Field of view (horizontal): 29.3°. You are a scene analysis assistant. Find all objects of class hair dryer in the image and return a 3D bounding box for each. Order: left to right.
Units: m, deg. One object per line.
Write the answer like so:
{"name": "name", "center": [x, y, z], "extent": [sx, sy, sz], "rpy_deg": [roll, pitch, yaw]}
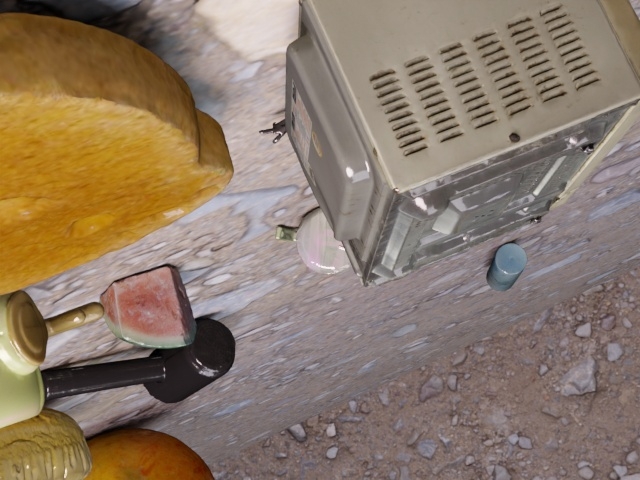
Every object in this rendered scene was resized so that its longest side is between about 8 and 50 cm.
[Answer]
{"name": "hair dryer", "center": [-0.218, 0.140, 1.352], "extent": [0.248, 0.071, 0.114], "rpy_deg": [-2, 158, -39]}

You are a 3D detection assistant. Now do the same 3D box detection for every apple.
{"name": "apple", "center": [-0.293, 0.432, 1.915], "extent": [0.299, 0.299, 0.275], "rpy_deg": [-29, -178, 23]}

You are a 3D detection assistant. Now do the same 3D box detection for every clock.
{"name": "clock", "center": [-0.295, 0.103, 0.854], "extent": [0.235, 0.096, 0.308], "rpy_deg": [-20, 176, 38]}

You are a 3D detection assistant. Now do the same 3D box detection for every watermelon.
{"name": "watermelon", "center": [-0.151, 0.063, 1.101], "extent": [0.084, 0.092, 0.072], "rpy_deg": [-25, 132, -34]}

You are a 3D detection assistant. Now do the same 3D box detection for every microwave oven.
{"name": "microwave oven", "center": [0.076, -0.075, 0.758], "extent": [0.194, 0.145, 0.240], "rpy_deg": [-25, 169, -8]}

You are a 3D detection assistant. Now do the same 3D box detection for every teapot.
{"name": "teapot", "center": [0.000, 0.000, 1.151], "extent": [0.083, 0.064, 0.064], "rpy_deg": [9, 175, 1]}

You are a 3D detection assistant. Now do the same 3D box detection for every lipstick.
{"name": "lipstick", "center": [0.280, 0.042, 1.849], "extent": [0.048, 0.048, 0.158], "rpy_deg": [-23, 168, -2]}

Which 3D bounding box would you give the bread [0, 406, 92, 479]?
{"name": "bread", "center": [-0.374, 0.255, 1.411], "extent": [0.140, 0.106, 0.236], "rpy_deg": [-27, 167, 21]}

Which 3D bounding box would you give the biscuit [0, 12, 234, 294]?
{"name": "biscuit", "center": [-0.203, -0.025, 0.650], "extent": [0.287, 0.057, 0.344], "rpy_deg": [-25, 168, 12]}
